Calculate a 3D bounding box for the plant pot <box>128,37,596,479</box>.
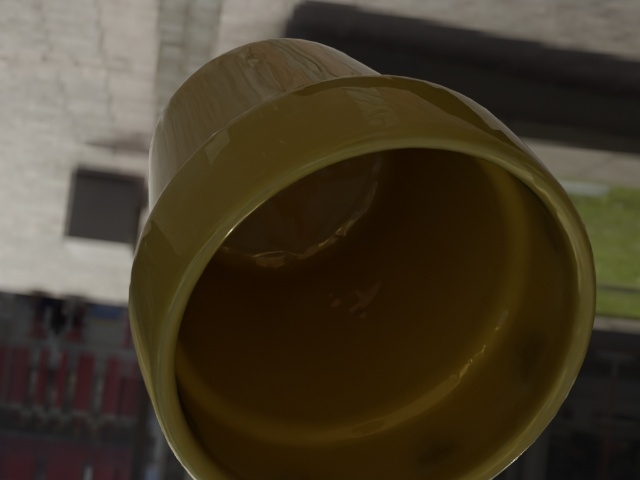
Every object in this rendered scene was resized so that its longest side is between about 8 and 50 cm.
[{"bbox_3d":[0.000,0.000,1.037,0.254,0.254,0.239,9,-155,-24],"label":"plant pot"}]
